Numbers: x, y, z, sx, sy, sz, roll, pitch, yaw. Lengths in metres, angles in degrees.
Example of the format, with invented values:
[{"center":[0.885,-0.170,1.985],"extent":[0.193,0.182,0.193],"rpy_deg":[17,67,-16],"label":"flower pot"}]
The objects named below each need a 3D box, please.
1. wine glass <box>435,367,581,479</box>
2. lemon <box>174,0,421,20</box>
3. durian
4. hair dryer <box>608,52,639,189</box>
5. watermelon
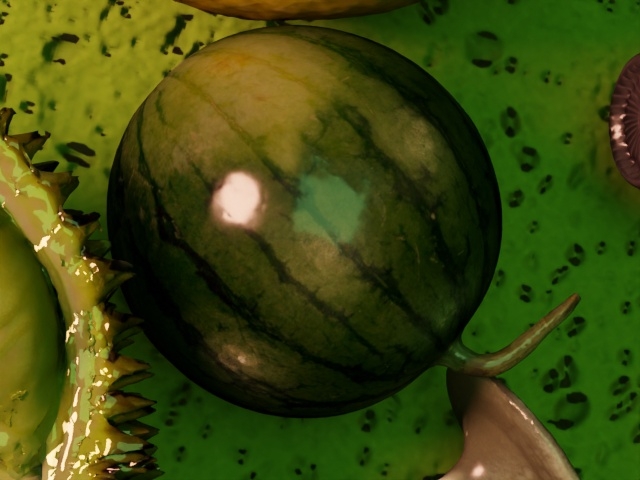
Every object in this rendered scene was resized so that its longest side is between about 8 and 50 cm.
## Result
[{"center":[0.008,0.167,0.946],"extent":[0.241,0.126,0.126],"rpy_deg":[-35,87,-14],"label":"wine glass"},{"center":[-0.007,-0.271,0.920],"extent":[0.348,0.348,0.347],"rpy_deg":[2,80,-10],"label":"lemon"},{"center":[-0.182,0.038,0.858],"extent":[0.169,0.158,0.352],"rpy_deg":[-41,97,-36],"label":"durian"},{"center":[0.291,-0.178,1.078],"extent":[0.301,0.121,0.361],"rpy_deg":[-1,75,-19],"label":"hair dryer"},{"center":[0.000,0.000,0.940],"extent":[0.188,0.188,0.214],"rpy_deg":[-43,86,-14],"label":"watermelon"}]
